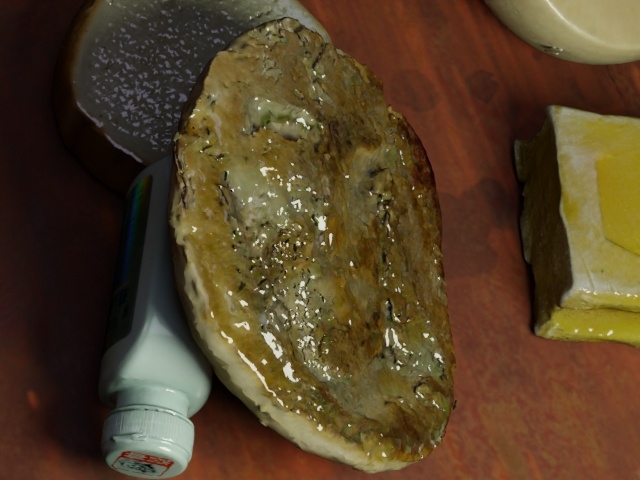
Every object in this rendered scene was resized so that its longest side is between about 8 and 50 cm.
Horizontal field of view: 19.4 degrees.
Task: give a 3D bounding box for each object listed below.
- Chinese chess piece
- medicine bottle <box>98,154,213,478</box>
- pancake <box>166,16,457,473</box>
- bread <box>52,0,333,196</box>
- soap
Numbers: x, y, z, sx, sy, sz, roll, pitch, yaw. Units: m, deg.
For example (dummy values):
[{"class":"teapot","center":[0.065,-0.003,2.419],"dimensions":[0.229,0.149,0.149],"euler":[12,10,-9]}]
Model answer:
[{"class":"Chinese chess piece","center":[0.250,-0.291,1.672],"dimensions":[0.273,0.102,0.273],"euler":[-2,95,-25]},{"class":"medicine bottle","center":[-0.117,0.061,1.396],"dimensions":[0.083,0.121,0.229],"euler":[12,61,-15]},{"class":"pancake","center":[0.002,-0.001,1.427],"dimensions":[0.356,0.065,0.356],"euler":[28,55,-48]},{"class":"bread","center":[-0.104,-0.129,1.533],"dimensions":[0.236,0.070,0.236],"euler":[9,62,-17]},{"class":"soap","center":[0.331,-0.003,1.621],"dimensions":[0.315,0.091,0.199],"euler":[7,63,-17]}]
